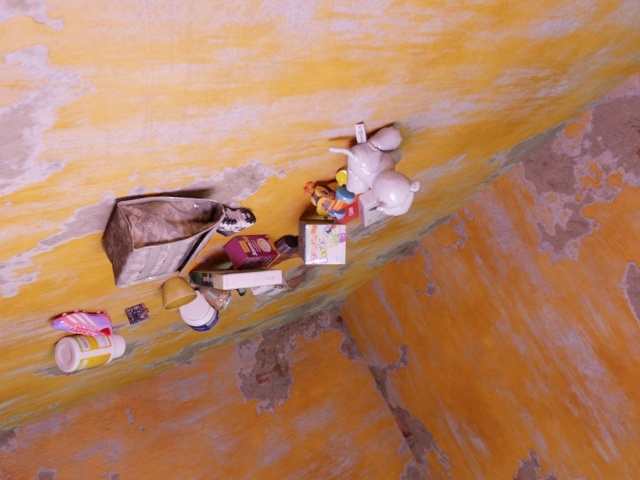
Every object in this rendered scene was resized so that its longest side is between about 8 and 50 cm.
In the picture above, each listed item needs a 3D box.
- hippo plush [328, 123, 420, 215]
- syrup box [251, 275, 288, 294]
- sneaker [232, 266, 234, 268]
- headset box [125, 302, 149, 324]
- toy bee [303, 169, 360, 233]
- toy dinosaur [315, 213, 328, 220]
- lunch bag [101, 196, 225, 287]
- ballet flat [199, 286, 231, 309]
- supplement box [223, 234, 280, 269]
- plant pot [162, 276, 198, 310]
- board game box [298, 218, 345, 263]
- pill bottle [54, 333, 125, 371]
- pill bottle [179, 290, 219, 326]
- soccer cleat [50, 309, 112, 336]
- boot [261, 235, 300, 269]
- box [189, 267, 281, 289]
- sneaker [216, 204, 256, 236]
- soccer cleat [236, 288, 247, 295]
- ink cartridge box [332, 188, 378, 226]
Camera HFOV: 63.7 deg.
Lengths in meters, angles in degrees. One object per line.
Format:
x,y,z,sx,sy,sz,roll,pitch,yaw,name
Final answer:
0.211,-0.211,1.582,0.234,0.236,0.294,-40,154,-4,hippo plush
-0.256,0.209,2.522,0.093,0.096,0.237,-31,166,13,syrup box
-0.365,0.158,2.186,0.093,0.088,0.225,-9,157,-45,sneaker
-0.729,0.292,2.058,0.083,0.062,0.032,-21,164,-25,headset box
0.036,-0.160,1.762,0.195,0.162,0.298,-55,176,15,toy bee
0.029,-0.108,2.071,0.090,0.047,0.082,-39,-178,5,toy dinosaur
-0.414,-0.005,1.405,0.287,0.168,0.235,-13,161,-39,lunch bag
-0.429,0.217,2.071,0.116,0.124,0.342,-61,-173,-8,ballet flat
-0.257,0.042,1.943,0.081,0.104,0.188,-43,159,27,supplement box
-0.552,0.196,1.978,0.134,0.095,0.134,-25,164,-7,plant pot
0.000,0.000,1.911,0.142,0.144,0.275,0,-174,-8,board game box
-0.923,0.442,2.083,0.136,0.136,0.246,-34,163,23,pill bottle
-0.537,0.311,2.277,0.153,0.153,0.264,-24,164,-11,pill bottle
-0.846,0.306,1.846,0.083,0.095,0.248,-31,165,14,soccer cleat
-0.158,0.081,2.268,0.280,0.096,0.264,-37,163,34,boot
-0.322,0.137,1.921,0.233,0.058,0.322,-3,180,-34,box
-0.303,-0.053,1.612,0.106,0.078,0.234,-37,164,23,sneaker
-0.379,0.213,2.418,0.073,0.060,0.178,-10,153,-22,soccer cleat
0.181,-0.125,2.220,0.261,0.066,0.296,-28,165,-1,ink cartridge box
